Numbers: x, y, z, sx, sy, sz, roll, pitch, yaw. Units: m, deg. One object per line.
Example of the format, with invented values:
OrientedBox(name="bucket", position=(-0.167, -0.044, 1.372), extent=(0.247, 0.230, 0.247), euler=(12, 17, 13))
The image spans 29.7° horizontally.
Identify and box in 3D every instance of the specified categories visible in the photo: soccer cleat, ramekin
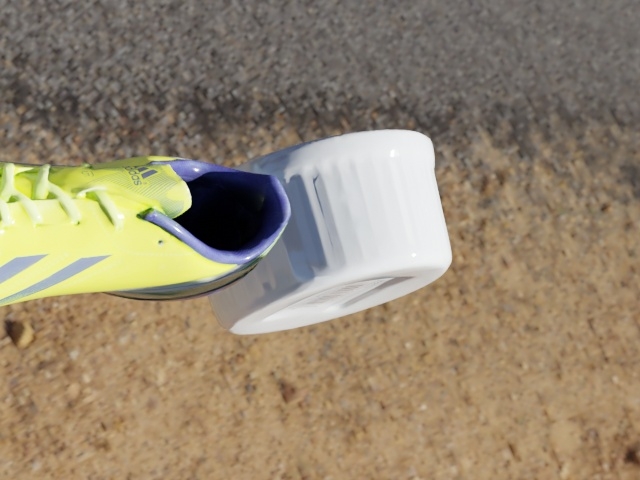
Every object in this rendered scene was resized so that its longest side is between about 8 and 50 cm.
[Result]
OrientedBox(name="soccer cleat", position=(-0.135, -0.014, 0.630), extent=(0.289, 0.121, 0.093), euler=(0, 68, -50))
OrientedBox(name="ramekin", position=(0.000, 0.000, 1.238), extent=(0.277, 0.277, 0.135), euler=(0, 70, -52))
